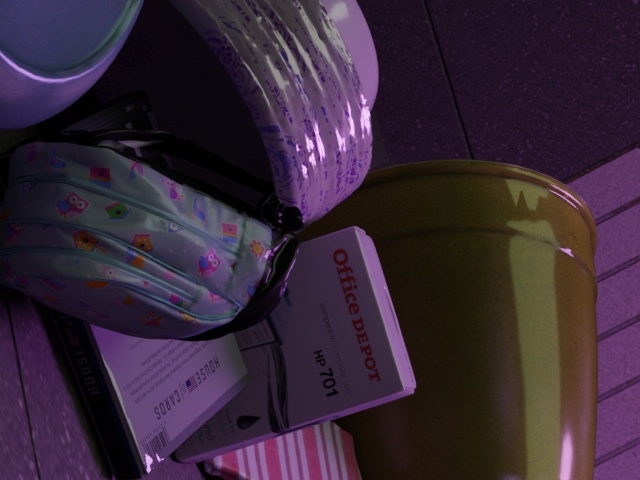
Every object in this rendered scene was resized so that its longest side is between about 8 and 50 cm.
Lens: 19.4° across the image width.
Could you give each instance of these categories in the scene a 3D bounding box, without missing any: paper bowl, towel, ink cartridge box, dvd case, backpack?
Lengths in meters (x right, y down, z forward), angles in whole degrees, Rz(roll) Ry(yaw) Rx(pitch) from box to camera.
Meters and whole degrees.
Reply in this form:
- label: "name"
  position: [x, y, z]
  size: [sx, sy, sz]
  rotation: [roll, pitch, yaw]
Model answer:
- label: "paper bowl"
  position: [-0.067, -0.145, 1.479]
  size: [0.284, 0.148, 0.284]
  rotation: [40, -27, 25]
- label: "towel"
  position: [-0.035, 0.187, 1.619]
  size: [0.197, 0.029, 0.144]
  rotation: [34, 27, -30]
- label: "ink cartridge box"
  position: [-0.036, 0.083, 1.484]
  size: [0.082, 0.190, 0.140]
  rotation: [28, 44, -78]
- label: "dvd case"
  position: [-0.135, 0.027, 1.328]
  size: [0.179, 0.029, 0.239]
  rotation: [-38, 111, -61]
- label: "backpack"
  position: [-0.121, 0.000, 1.194]
  size: [0.182, 0.152, 0.115]
  rotation: [27, 61, -42]

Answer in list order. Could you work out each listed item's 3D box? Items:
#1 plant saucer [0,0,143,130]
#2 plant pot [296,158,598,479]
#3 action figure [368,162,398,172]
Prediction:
- label: "plant saucer"
  position: [-0.183, -0.228, 1.201]
  size: [0.317, 0.043, 0.318]
  rotation: [5, 90, -65]
- label: "plant pot"
  position: [0.122, 0.168, 1.838]
  size: [0.366, 0.366, 0.353]
  rotation: [60, 19, -55]
- label: "action figure"
  position: [0.074, 0.022, 2.452]
  size: [0.330, 0.178, 0.341]
  rotation: [68, 32, -58]
